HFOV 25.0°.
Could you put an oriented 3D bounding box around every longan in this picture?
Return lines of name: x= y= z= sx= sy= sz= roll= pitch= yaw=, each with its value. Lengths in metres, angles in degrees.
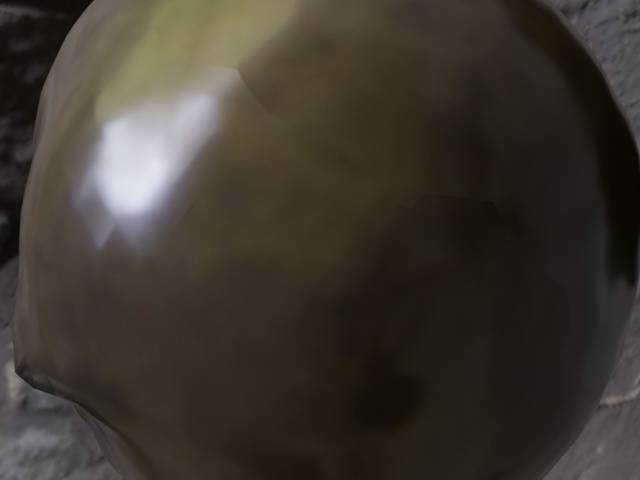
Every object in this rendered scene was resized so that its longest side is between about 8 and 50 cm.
longan: x=0.000 y=0.000 z=0.661 sx=0.319 sy=0.319 sz=0.319 roll=16 pitch=123 yaw=25
